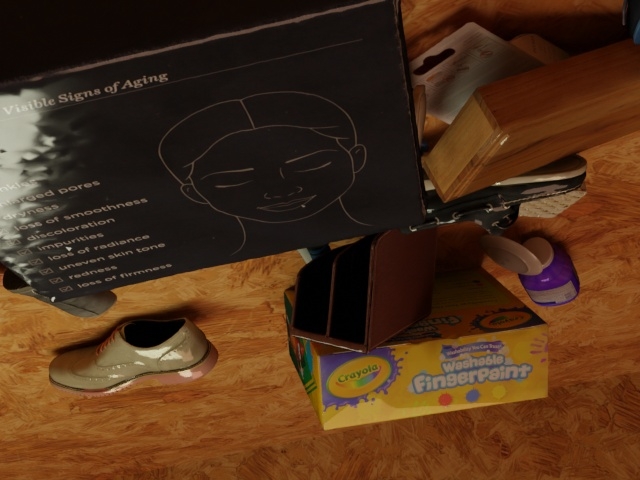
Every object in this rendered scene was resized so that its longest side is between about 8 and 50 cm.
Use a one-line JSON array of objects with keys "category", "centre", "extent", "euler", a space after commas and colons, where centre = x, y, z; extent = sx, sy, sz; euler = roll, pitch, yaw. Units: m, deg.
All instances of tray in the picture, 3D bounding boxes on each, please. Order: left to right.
[{"category": "tray", "centre": [0.359, -0.183, 1.427], "extent": [0.411, 0.076, 0.203], "euler": [-19, 162, -23]}]

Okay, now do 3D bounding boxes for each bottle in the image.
[{"category": "bottle", "centre": [0.485, 0.066, 2.211], "extent": [0.118, 0.092, 0.283], "euler": [-13, 158, 18]}]

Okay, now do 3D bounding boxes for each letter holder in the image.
[{"category": "letter holder", "centre": [0.088, 0.051, 1.851], "extent": [0.152, 0.214, 0.302], "euler": [11, -166, 25]}]

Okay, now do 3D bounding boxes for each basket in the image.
[{"category": "basket", "centre": [0.347, -0.104, 1.722], "extent": [0.167, 0.103, 0.113], "euler": [3, 153, -28]}]

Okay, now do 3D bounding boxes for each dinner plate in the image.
[{"category": "dinner plate", "centre": [0.381, 0.034, 2.076], "extent": [0.141, 0.017, 0.141], "euler": [30, 163, 10]}]

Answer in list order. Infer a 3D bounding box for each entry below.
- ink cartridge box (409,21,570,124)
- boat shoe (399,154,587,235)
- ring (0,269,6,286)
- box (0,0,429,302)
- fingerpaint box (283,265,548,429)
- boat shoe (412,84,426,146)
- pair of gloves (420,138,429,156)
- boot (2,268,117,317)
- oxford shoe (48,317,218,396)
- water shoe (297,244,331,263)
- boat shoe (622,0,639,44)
[{"category": "ink cartridge box", "centre": [0.213, -0.235, 1.430], "extent": [0.225, 0.056, 0.181], "euler": [21, 144, -37]}, {"category": "boat shoe", "centre": [0.253, -0.061, 1.594], "extent": [0.340, 0.113, 0.127], "euler": [-7, -162, 27]}, {"category": "ring", "centre": [-0.484, 0.002, 1.699], "extent": [0.337, 0.032, 0.336], "euler": [-8, 157, -3]}, {"category": "box", "centre": [-0.157, -0.182, 1.050], "extent": [0.480, 0.297, 0.472], "euler": [-12, 159, 4]}, {"category": "fingerpaint box", "centre": [0.178, 0.205, 2.063], "extent": [0.445, 0.163, 0.371], "euler": [-7, -163, -11]}, {"category": "boat shoe", "centre": [0.090, -0.148, 1.413], "extent": [0.097, 0.116, 0.324], "euler": [10, 178, 3]}, {"category": "pair of gloves", "centre": [0.085, -0.124, 1.666], "extent": [0.159, 0.023, 0.198], "euler": [-6, 158, -15]}, {"category": "boot", "centre": [-0.421, 0.084, 1.787], "extent": [0.190, 0.076, 0.208], "euler": [-5, 155, 25]}, {"category": "oxford shoe", "centre": [-0.423, 0.232, 2.208], "extent": [0.397, 0.140, 0.146], "euler": [-12, 127, 15]}, {"category": "water shoe", "centre": [0.000, 0.000, 1.859], "extent": [0.080, 0.073, 0.203], "euler": [-20, 159, 9]}, {"category": "boat shoe", "centre": [0.420, -0.339, 1.219], "extent": [0.109, 0.089, 0.258], "euler": [-19, 155, -15]}]
